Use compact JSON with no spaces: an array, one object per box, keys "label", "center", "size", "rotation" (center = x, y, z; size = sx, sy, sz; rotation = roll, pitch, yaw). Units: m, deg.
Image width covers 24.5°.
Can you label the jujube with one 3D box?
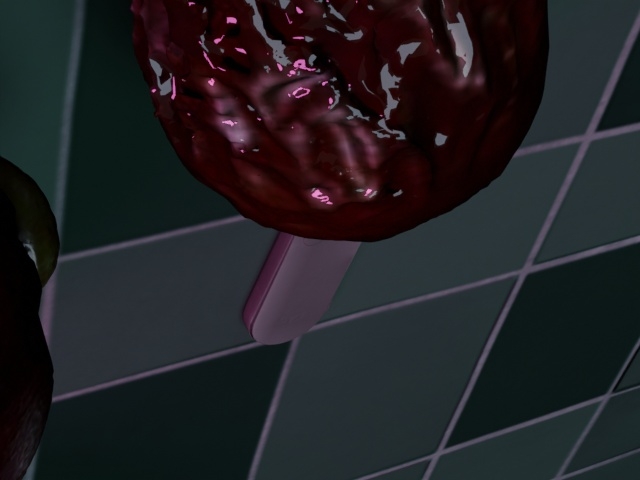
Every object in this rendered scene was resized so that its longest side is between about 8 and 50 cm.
[{"label":"jujube","center":[0.014,-0.154,0.827],"size":[0.258,0.258,0.377],"rotation":[-25,152,-11]}]

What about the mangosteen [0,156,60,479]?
[{"label":"mangosteen","center":[-0.266,0.043,0.781],"size":[0.293,0.297,0.297],"rotation":[-21,147,-24]}]

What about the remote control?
[{"label":"remote control","center":[0.000,0.000,1.209],"size":[0.077,0.022,0.245],"rotation":[-6,139,-33]}]
